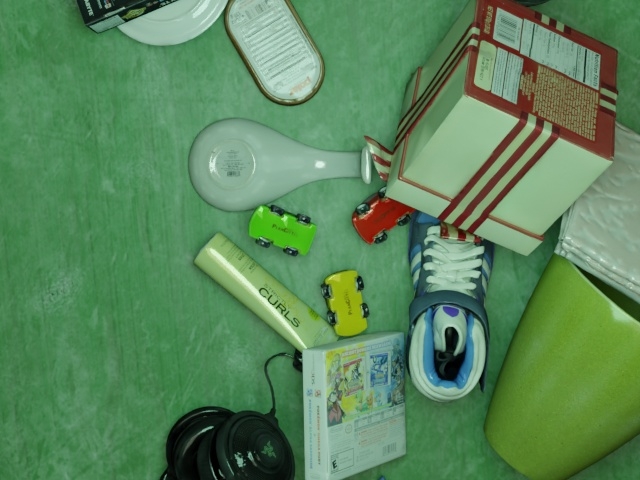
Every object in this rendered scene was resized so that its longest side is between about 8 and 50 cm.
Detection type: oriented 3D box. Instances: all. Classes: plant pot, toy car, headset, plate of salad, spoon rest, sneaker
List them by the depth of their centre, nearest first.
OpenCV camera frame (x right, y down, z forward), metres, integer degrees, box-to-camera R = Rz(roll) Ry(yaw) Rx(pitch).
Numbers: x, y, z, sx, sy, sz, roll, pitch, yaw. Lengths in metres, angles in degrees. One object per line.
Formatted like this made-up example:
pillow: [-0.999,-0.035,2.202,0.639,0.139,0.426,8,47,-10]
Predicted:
sneaker: [0.189,0.066,1.726,0.130,0.236,0.322,7,94,-3]
headset: [-0.107,0.321,1.750,0.185,0.243,0.394,42,68,-18]
plant pot: [0.369,0.193,1.752,0.275,0.275,0.293,32,109,-4]
plate of salad: [-0.219,-0.376,1.773,0.200,0.048,0.199,-1,85,11]
toy car: [0.000,0.000,1.787,0.225,0.053,0.239,20,97,-16]
spoon rest: [-0.057,-0.109,1.795,0.276,0.084,0.137,2,93,11]

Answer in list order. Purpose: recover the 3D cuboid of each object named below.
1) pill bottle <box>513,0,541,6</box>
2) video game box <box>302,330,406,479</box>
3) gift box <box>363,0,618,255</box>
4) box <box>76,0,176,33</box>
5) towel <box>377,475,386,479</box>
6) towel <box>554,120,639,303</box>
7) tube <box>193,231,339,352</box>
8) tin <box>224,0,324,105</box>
pill bottle: [0.285,-0.402,1.675,0.162,0.278,0.162,0,95,-2]
video game box: [0.051,0.233,1.760,0.048,0.205,0.187,5,96,36]
gift box: [0.223,-0.165,1.676,0.276,0.258,0.255,25,49,-8]
box: [-0.281,-0.426,1.737,0.175,0.051,0.220,-22,83,7]
towel: [0.060,0.522,1.857,0.285,0.034,0.209,-44,92,-1]
towel: [0.491,-0.007,1.728,0.332,0.317,0.053,31,134,-4]
tube: [-0.075,0.083,1.802,0.240,0.062,0.070,41,77,-2]
tin: [-0.068,-0.284,1.794,0.106,0.040,0.189,-31,95,5]
